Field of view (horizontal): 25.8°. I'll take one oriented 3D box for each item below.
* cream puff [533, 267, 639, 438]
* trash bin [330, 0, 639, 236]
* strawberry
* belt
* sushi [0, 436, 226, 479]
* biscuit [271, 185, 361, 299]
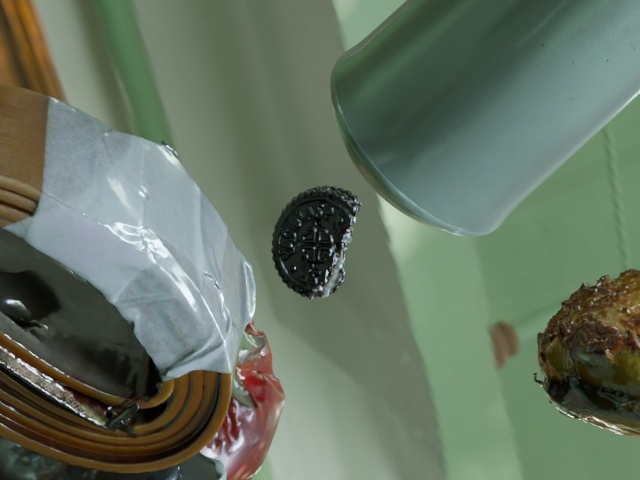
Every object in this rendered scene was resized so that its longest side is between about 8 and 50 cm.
[{"bbox_3d":[0.315,0.111,1.278,0.240,0.240,0.164,-165,-95,-72],"label":"cream puff"},{"bbox_3d":[0.213,-0.204,1.602,0.432,0.280,0.280,-42,-115,33],"label":"trash bin"},{"bbox_3d":[-0.199,0.263,1.727,0.317,0.295,0.345,-74,170,-65],"label":"strawberry"},{"bbox_3d":[-0.155,0.023,0.833,0.261,0.184,0.105,40,29,-22],"label":"belt"},{"bbox_3d":[-0.215,0.279,1.044,0.328,0.285,0.329,39,-40,33],"label":"sushi"},{"bbox_3d":[0.000,0.000,1.118,0.027,0.089,0.087,-1,68,-62],"label":"biscuit"}]
